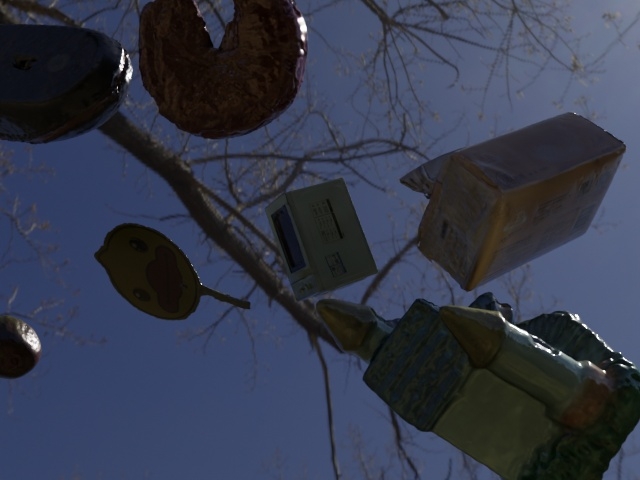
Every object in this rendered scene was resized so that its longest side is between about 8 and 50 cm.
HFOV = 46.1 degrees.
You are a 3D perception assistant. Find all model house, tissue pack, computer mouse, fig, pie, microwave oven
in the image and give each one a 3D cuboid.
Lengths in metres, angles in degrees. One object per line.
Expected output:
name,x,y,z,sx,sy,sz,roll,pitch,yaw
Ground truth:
model house,0.154,0.121,0.857,0.325,0.267,0.194,31,-81,-6
tissue pack,0.307,-0.093,1.262,0.305,0.238,0.238,-21,-46,-31
computer mouse,-0.402,-0.216,1.060,0.323,0.183,0.116,11,-33,24
fig,-0.580,0.187,1.390,0.103,0.155,0.109,-33,-56,-11
pie,-0.123,-0.229,0.926,0.219,0.054,0.204,-14,-91,9
microwave oven,0.000,0.000,1.511,0.162,0.208,0.122,-16,-7,-29

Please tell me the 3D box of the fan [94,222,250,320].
fan,-0.285,0.077,1.432,0.335,0.011,0.229,17,-50,14
